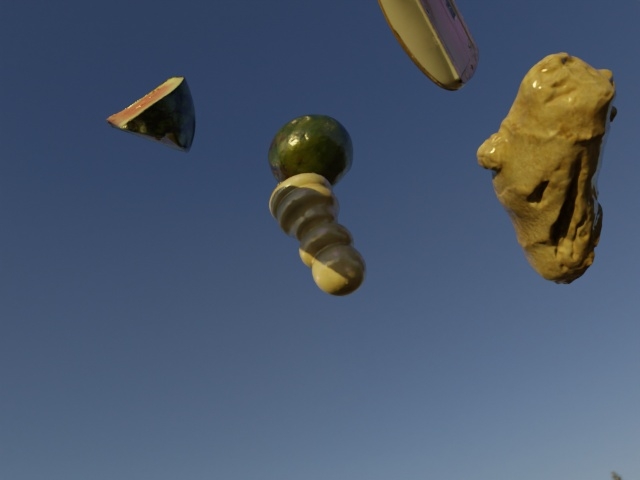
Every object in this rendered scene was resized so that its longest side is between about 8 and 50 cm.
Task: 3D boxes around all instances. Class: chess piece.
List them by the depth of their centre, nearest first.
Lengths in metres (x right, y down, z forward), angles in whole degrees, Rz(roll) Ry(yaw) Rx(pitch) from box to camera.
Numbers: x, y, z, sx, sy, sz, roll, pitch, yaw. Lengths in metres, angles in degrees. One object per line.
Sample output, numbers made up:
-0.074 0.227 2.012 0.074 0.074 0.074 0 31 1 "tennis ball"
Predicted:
0.000 0.000 0.719 0.094 0.170 0.094 -16 -38 -12 "chess piece"

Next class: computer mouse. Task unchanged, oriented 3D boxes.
0.137 -0.316 0.744 0.056 0.126 0.245 -11 -51 45 "computer mouse"

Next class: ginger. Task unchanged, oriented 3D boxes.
0.329 -0.084 0.784 0.190 0.126 0.353 -20 -61 1 "ginger"

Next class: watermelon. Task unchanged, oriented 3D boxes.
-0.161 -0.118 0.566 0.087 0.163 0.069 -36 -65 -12 "watermelon"

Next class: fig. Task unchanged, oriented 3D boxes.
-0.009 -0.216 1.292 0.195 0.245 0.195 17 -47 19 "fig"
